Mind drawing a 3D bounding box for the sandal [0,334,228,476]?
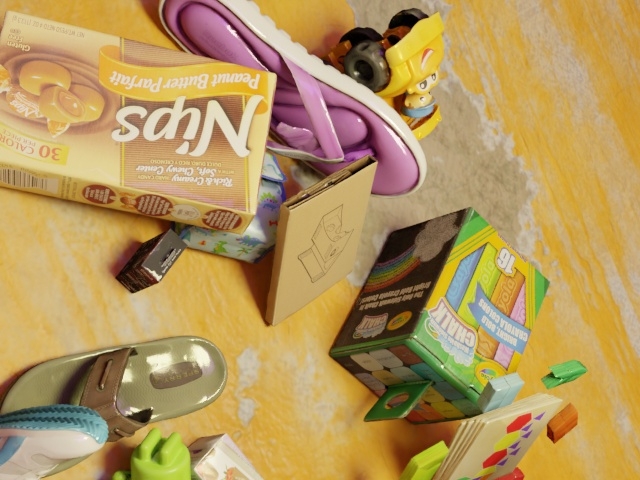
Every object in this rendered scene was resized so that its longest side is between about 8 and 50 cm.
[{"bbox_3d":[-0.227,0.171,1.175,0.303,0.086,0.120,-19,90,-37],"label":"sandal"}]

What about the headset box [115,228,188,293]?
[{"bbox_3d":[-0.199,0.024,1.236,0.032,0.083,0.062,45,55,-18],"label":"headset box"}]

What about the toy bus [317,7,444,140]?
[{"bbox_3d":[0.089,-0.186,1.426,0.149,0.220,0.211,-41,109,-41],"label":"toy bus"}]

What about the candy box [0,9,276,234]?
[{"bbox_3d":[-0.221,-0.132,1.197,0.316,0.087,0.183,12,70,-13],"label":"candy box"}]

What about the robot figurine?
[{"bbox_3d":[-0.181,0.271,1.179,0.067,0.101,0.115,-61,158,-61],"label":"robot figurine"}]

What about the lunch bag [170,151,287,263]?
[{"bbox_3d":[-0.114,-0.062,1.321,0.129,0.096,0.151,17,56,-30],"label":"lunch bag"}]

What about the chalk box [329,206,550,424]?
[{"bbox_3d":[0.153,0.132,1.410,0.179,0.180,0.289,41,59,-21],"label":"chalk box"}]

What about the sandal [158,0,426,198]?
[{"bbox_3d":[-0.051,-0.172,1.351,0.416,0.169,0.102,38,53,-9],"label":"sandal"}]

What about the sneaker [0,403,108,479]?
[{"bbox_3d":[-0.311,0.222,1.038,0.087,0.229,0.092,-18,94,-74],"label":"sneaker"}]

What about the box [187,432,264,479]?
[{"bbox_3d":[-0.053,0.373,1.267,0.324,0.067,0.063,53,54,-13],"label":"box"}]

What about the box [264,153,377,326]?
[{"bbox_3d":[0.000,0.000,1.339,0.021,0.201,0.164,36,47,26],"label":"box"}]

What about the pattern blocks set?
[{"bbox_3d":[0.224,0.269,1.365,0.285,0.325,0.026,-2,45,-38],"label":"pattern blocks set"}]
